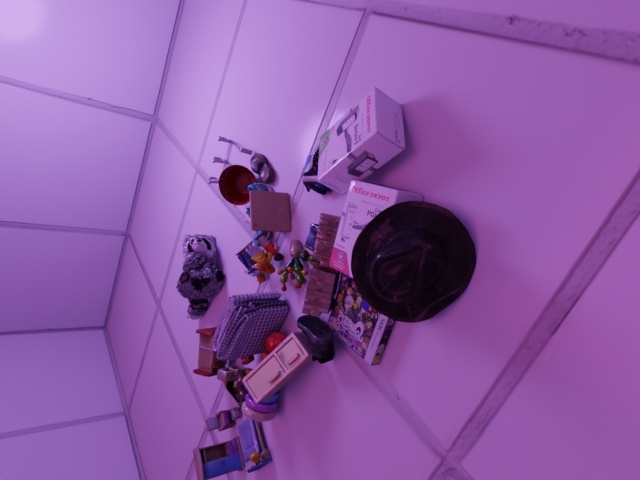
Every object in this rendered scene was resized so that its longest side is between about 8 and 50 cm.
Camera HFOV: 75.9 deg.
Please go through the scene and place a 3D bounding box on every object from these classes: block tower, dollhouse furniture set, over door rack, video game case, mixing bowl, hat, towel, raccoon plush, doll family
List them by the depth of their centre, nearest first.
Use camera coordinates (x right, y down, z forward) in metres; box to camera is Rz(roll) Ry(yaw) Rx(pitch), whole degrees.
[{"bbox_3d":[0.212,0.059,1.027,0.331,0.134,0.331,2,94,23],"label":"hat"},{"bbox_3d":[0.127,0.235,1.283,0.232,0.042,0.210,34,112,47],"label":"video game case"},{"bbox_3d":[0.021,0.081,1.367,0.091,0.097,0.335,13,98,11],"label":"block tower"},{"bbox_3d":[-0.268,0.338,1.600,0.121,0.235,0.283,49,123,37],"label":"towel"},{"bbox_3d":[-0.266,0.094,1.691,0.163,0.118,0.263,50,134,-5],"label":"doll family"},{"bbox_3d":[-0.377,0.823,1.702,0.303,0.198,0.286,-46,53,36],"label":"dollhouse furniture set"},{"bbox_3d":[-0.385,0.513,1.822,0.374,0.152,0.201,3,87,33],"label":"dollhouse furniture set"},{"bbox_3d":[-0.356,-0.253,1.854,0.181,0.098,0.181,3,102,12],"label":"mixing bowl"},{"bbox_3d":[-0.465,-0.371,2.008,0.324,0.108,0.239,35,113,49],"label":"over door rack"},{"bbox_3d":[-0.667,0.170,2.139,0.446,0.216,0.299,-51,42,34],"label":"raccoon plush"}]

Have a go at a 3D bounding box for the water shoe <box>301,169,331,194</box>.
[{"bbox_3d":[0.024,-0.204,1.454,0.203,0.073,0.080,14,134,41],"label":"water shoe"}]

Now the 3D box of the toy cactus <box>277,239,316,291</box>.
[{"bbox_3d":[-0.097,0.082,1.540,0.219,0.112,0.180,-49,41,46],"label":"toy cactus"}]

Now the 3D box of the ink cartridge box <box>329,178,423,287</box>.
[{"bbox_3d":[0.158,-0.025,1.218,0.207,0.117,0.283,24,105,49],"label":"ink cartridge box"}]

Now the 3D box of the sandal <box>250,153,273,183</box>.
[{"bbox_3d":[-0.273,-0.322,1.814,0.090,0.060,0.219,-60,40,26],"label":"sandal"}]

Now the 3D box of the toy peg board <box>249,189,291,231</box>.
[{"bbox_3d":[-0.211,-0.109,1.653,0.079,0.161,0.161,152,116,-63],"label":"toy peg board"}]

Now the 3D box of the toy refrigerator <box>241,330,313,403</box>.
[{"bbox_3d":[-0.146,0.450,1.462,0.269,0.094,0.102,-44,67,10],"label":"toy refrigerator"}]

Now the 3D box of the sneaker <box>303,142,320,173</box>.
[{"bbox_3d":[-0.025,-0.305,1.516,0.162,0.063,0.073,-56,44,30],"label":"sneaker"}]

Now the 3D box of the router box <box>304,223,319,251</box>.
[{"bbox_3d":[0.000,0.000,1.467,0.122,0.038,0.092,29,108,48],"label":"router box"}]

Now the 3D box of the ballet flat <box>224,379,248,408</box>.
[{"bbox_3d":[-0.377,0.671,1.828,0.250,0.058,0.084,27,106,48],"label":"ballet flat"}]

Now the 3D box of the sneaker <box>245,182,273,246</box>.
[{"bbox_3d":[-0.272,-0.109,1.753,0.107,0.110,0.275,-10,79,49],"label":"sneaker"}]

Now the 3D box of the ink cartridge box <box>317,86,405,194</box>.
[{"bbox_3d":[0.117,-0.300,1.264,0.273,0.115,0.198,-34,43,43],"label":"ink cartridge box"}]

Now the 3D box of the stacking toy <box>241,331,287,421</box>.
[{"bbox_3d":[-0.201,0.515,1.593,0.141,0.141,0.330,15,91,50],"label":"stacking toy"}]

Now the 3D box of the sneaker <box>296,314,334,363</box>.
[{"bbox_3d":[-0.018,0.339,1.408,0.227,0.087,0.130,-152,52,-63],"label":"sneaker"}]
